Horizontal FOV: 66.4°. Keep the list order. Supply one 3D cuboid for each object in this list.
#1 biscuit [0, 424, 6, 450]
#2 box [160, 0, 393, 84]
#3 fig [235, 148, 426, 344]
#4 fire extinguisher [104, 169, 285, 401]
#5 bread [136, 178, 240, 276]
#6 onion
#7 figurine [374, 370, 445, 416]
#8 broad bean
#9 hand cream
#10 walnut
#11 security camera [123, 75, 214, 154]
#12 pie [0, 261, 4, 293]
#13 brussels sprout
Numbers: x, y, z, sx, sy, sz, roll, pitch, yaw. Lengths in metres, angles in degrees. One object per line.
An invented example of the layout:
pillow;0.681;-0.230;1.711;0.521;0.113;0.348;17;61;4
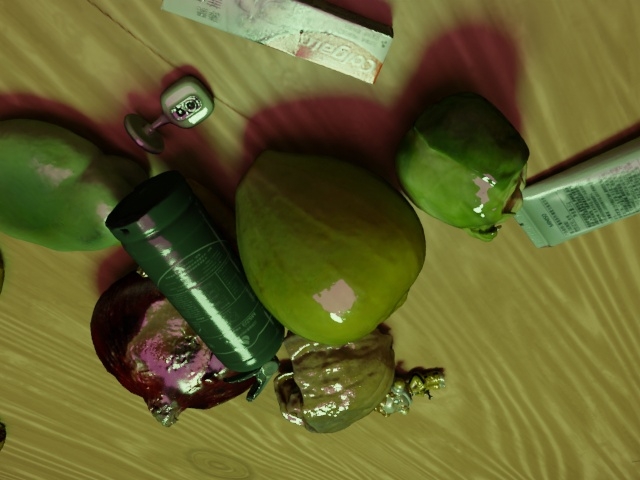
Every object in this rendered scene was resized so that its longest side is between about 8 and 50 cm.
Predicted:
biscuit;-0.826;0.406;1.024;0.296;0.075;0.295;0;133;0
box;-0.038;-0.215;0.473;0.218;0.039;0.055;16;129;-14
fig;0.003;0.004;0.578;0.230;0.207;0.207;36;135;21
fire extinguisher;-0.126;0.073;0.588;0.115;0.095;0.311;-36;121;-9
bread;-0.165;-0.021;0.630;0.155;0.054;0.135;-13;133;-23
onion;-0.207;0.169;0.721;0.273;0.195;0.271;-1;133;-2
figurine;0.159;0.277;0.913;0.143;0.068;0.101;-35;128;13
broad bean;-0.316;-0.057;0.589;0.228;0.100;0.169;29;122;-12
hand cream;0.402;-0.089;0.582;0.341;0.077;0.124;-26;128;32
walnut;0.029;0.243;0.831;0.204;0.141;0.238;4;135;-10
security camera;-0.163;-0.141;0.539;0.092;0.058;0.058;-33;125;17
pie;-0.582;0.035;0.686;0.274;0.069;0.273;-1;131;-1
brussels sprout;0.156;-0.082;0.530;0.146;0.183;0.131;35;99;14
